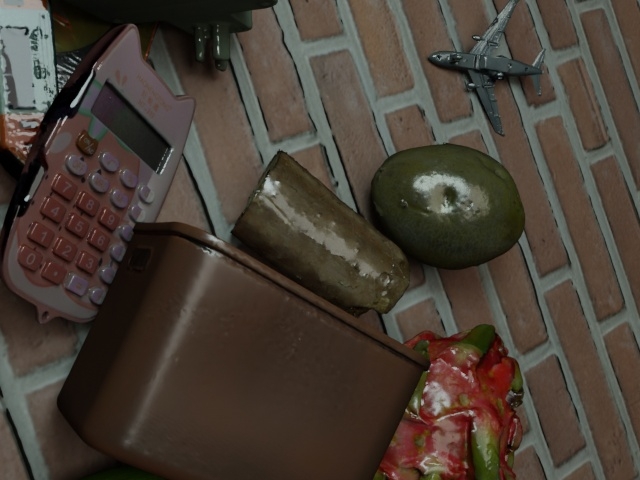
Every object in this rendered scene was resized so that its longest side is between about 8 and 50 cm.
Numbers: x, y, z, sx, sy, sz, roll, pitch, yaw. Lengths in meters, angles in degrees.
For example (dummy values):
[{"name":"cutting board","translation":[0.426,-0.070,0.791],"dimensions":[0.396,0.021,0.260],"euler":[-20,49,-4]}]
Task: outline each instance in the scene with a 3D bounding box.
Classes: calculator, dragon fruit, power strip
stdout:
[{"name":"calculator","translation":[-0.251,-0.062,0.879],"dimensions":[0.220,0.048,0.330],"euler":[54,53,-62]},{"name":"dragon fruit","translation":[0.152,0.243,1.024],"dimensions":[0.237,0.231,0.303],"euler":[44,51,-6]},{"name":"power strip","translation":[-0.162,-0.290,0.926],"dimensions":[0.261,0.229,0.141],"euler":[-6,93,-76]}]

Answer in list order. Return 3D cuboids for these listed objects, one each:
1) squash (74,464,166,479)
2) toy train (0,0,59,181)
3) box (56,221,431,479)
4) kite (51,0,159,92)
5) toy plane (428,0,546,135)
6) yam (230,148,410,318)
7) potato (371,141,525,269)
[{"name":"squash","translation":[-0.285,0.311,0.838],"dimensions":[0.292,0.082,0.082],"euler":[-19,91,-33]},{"name":"toy train","translation":[-0.346,-0.250,0.880],"dimensions":[0.089,0.086,0.410],"euler":[-4,89,-27]},{"name":"box","translation":[-0.089,0.158,0.877],"dimensions":[0.339,0.239,0.229],"euler":[30,77,-24]},{"name":"kite","translation":[-0.335,-0.327,0.959],"dimensions":[0.377,0.013,0.328],"euler":[-30,96,-30]},{"name":"toy plane","translation":[0.280,-0.289,1.287],"dimensions":[0.226,0.058,0.226],"euler":[1,97,-31]},{"name":"yam","translation":[0.001,0.000,1.034],"dimensions":[0.238,0.128,0.129],"euler":[37,99,-15]},{"name":"potato","translation":[0.184,-0.052,1.139],"dimensions":[0.235,0.160,0.178],"euler":[22,46,-11]}]
